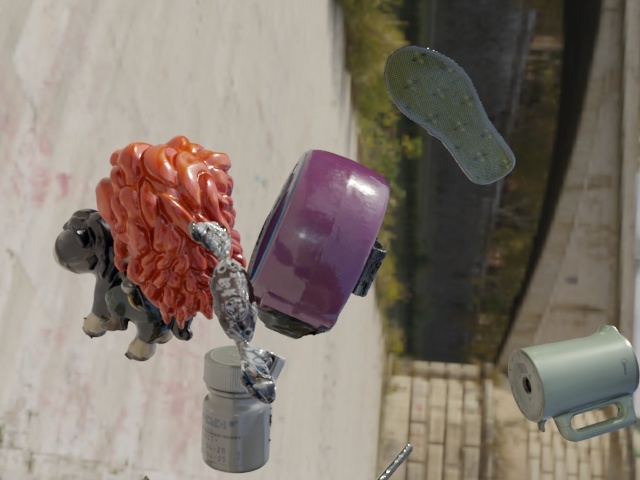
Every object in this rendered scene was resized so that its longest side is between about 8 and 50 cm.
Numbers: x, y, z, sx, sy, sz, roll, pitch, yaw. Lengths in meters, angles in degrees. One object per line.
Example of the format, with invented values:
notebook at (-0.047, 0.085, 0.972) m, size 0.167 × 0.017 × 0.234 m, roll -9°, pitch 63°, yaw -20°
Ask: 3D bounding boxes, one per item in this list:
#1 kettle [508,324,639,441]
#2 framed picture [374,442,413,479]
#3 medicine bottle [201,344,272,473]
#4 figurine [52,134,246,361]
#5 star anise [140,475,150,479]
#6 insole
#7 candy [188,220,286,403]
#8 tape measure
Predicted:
kettle at (0.340, 0.188, 1.368) m, size 0.098 × 0.148 × 0.126 m, roll 101°, pitch -25°, yaw -53°
framed picture at (-0.002, 0.462, 1.557) m, size 0.265 × 0.016 × 0.347 m, roll -37°, pitch 165°, yaw -45°
medicine bottle at (-0.123, 0.248, 1.528) m, size 0.105 × 0.105 × 0.168 m, roll -63°, pitch 157°, yaw -75°
figurine at (-0.279, 0.019, 1.687) m, size 0.241 × 0.412 × 0.306 m, roll -22°, pitch 81°, yaw -47°
star anise at (-0.264, 0.463, 1.507) m, size 0.262 × 0.230 × 0.081 m, roll -59°, pitch 153°, yaw -11°
insole at (0.194, -0.179, 1.519) m, size 0.322 × 0.109 × 0.007 m, roll 44°, pitch 26°, yaw -42°
candy at (-0.090, 0.072, 1.128) m, size 0.094 × 0.051 × 0.226 m, roll 57°, pitch 11°, yaw -68°
tape measure at (0.000, 0.000, 1.335) m, size 0.245 × 0.149 × 0.231 m, roll -80°, pitch -164°, yaw -69°
